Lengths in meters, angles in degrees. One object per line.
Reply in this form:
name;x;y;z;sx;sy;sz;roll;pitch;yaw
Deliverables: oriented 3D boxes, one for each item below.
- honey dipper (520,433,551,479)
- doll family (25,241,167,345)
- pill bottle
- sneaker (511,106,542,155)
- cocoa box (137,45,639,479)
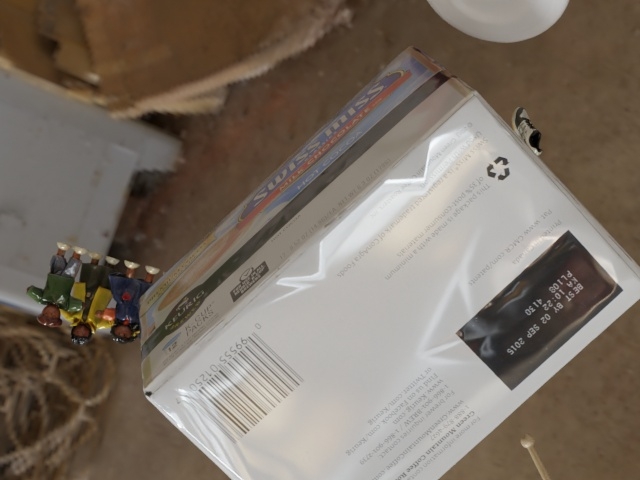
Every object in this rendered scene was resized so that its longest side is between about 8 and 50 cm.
honey dipper;0.292;0.317;1.788;0.030;0.030;0.160;-42;63;32
doll family;-0.225;0.077;1.565;0.076;0.193;0.111;68;-143;-83
pill bottle;0.162;-0.269;1.136;0.121;0.121;0.216;-27;30;44
sneaker;0.287;-0.148;1.942;0.037;0.032;0.083;-31;58;46
cocoa box;0.046;0.045;1.187;0.347;0.231;0.228;-43;19;5
